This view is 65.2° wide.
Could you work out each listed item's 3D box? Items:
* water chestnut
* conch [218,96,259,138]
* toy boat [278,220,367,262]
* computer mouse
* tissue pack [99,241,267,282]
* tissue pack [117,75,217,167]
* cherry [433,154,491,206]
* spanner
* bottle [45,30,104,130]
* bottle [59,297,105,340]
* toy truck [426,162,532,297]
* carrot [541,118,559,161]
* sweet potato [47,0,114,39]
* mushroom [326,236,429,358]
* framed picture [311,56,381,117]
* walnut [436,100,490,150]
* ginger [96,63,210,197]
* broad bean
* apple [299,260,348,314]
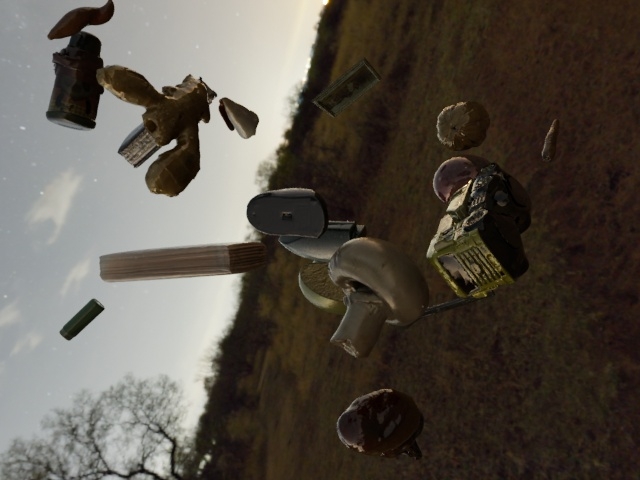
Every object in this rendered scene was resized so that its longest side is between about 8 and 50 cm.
[{"bbox_3d":[0.297,0.745,2.015,0.289,0.244,0.289,10,-90,-90],"label":"water chestnut"},{"bbox_3d":[-0.268,-0.390,1.607,0.104,0.176,0.094,42,105,39],"label":"conch"},{"bbox_3d":[0.000,0.000,1.613,0.092,0.319,0.141,-52,-44,-46],"label":"toy boat"},{"bbox_3d":[-0.088,-0.083,1.459,0.086,0.269,0.138,-42,-50,-55],"label":"computer mouse"},{"bbox_3d":[-0.296,0.046,1.092,0.170,0.325,0.071,-1,-94,-69],"label":"tissue pack"},{"bbox_3d":[-0.580,-0.447,1.890,0.361,0.122,0.259,-31,24,27],"label":"tissue pack"},{"bbox_3d":[0.541,-0.213,1.849,0.285,0.236,0.213,-54,-7,-50],"label":"cherry"},{"bbox_3d":[0.357,0.202,1.485,0.026,0.325,0.093,-99,-12,-45],"label":"spanner"},{"bbox_3d":[-0.699,-0.461,1.432,0.156,0.143,0.271,14,-95,-73],"label":"bottle"},{"bbox_3d":[-0.438,0.145,0.920,0.083,0.030,0.030,-46,-2,-14],"label":"bottle"},{"bbox_3d":[0.404,-0.026,1.301,0.254,0.181,0.405,-36,12,36],"label":"toy truck"},{"bbox_3d":[0.656,-0.287,1.424,0.036,0.035,0.165,114,180,-62],"label":"carrot"},{"bbox_3d":[-0.634,-0.587,1.332,0.202,0.055,0.058,-37,19,-24],"label":"sweet potato"},{"bbox_3d":[0.122,0.151,1.303,0.290,0.292,0.292,-51,-2,-17],"label":"mushroom"},{"bbox_3d":[0.115,-0.622,2.073,0.274,0.017,0.217,-36,-19,20],"label":"framed picture"},{"bbox_3d":[0.436,-0.349,1.524,0.184,0.155,0.155,-17,-50,-54],"label":"walnut"},{"bbox_3d":[-0.395,-0.323,1.394,0.122,0.363,0.348,-28,3,40],"label":"ginger"},{"bbox_3d":[0.156,0.486,1.344,0.122,0.228,0.156,108,141,-57],"label":"broad bean"},{"bbox_3d":[0.108,0.166,2.155,0.320,0.360,0.311,-65,-17,-5],"label":"apple"}]
